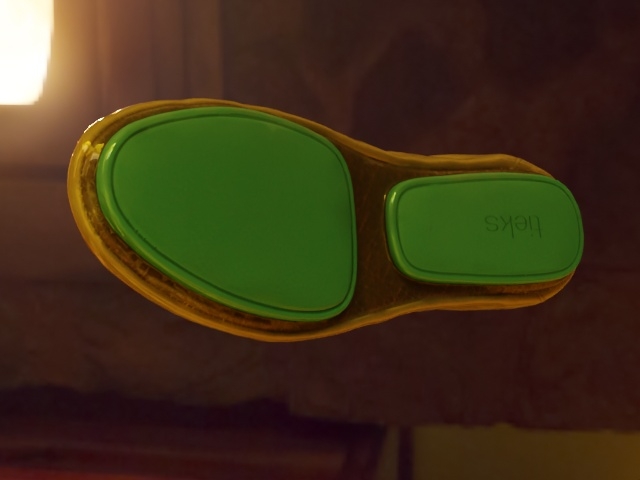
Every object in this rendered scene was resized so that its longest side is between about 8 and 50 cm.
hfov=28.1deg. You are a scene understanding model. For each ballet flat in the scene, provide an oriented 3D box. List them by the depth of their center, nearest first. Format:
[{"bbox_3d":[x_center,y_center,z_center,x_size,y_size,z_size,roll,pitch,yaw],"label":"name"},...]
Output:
[{"bbox_3d":[0.000,0.000,0.465,0.232,0.073,0.080,7,79,-39],"label":"ballet flat"}]
